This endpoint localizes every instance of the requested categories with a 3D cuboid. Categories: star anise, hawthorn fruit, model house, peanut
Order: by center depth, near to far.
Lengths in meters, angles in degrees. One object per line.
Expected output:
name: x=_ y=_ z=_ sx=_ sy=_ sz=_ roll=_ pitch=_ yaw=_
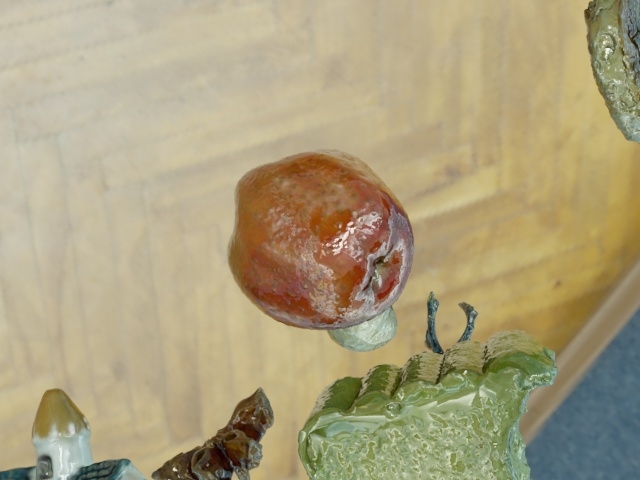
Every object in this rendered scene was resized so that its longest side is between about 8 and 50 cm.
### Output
hawthorn fruit: x=0.000 y=0.000 z=1.385 sx=0.189 sy=0.189 sz=0.189 roll=-16 pitch=126 yaw=-24
model house: x=-0.280 y=0.297 z=1.457 sx=0.190 sy=0.271 sz=0.300 roll=2 pitch=74 yaw=-44
peanut: x=0.038 y=0.065 z=1.879 sx=0.104 sy=0.085 sz=0.228 roll=-25 pitch=142 yaw=2
star anise: x=-0.135 y=0.308 z=2.146 sx=0.212 sy=0.111 sz=0.196 roll=-19 pitch=152 yaw=-50

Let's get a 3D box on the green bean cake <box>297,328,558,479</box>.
green bean cake: x=0.121 y=0.208 z=1.246 sx=0.233 sy=0.124 sz=0.236 roll=-15 pitch=101 yaw=13

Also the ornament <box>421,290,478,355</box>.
ornament: x=0.178 y=0.180 z=2.118 sx=0.080 sy=0.236 sz=0.202 roll=10 pitch=158 yaw=3

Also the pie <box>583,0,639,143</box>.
pie: x=0.314 y=-0.190 z=1.465 sx=0.046 sy=0.195 sz=0.195 roll=-15 pitch=143 yaw=34
